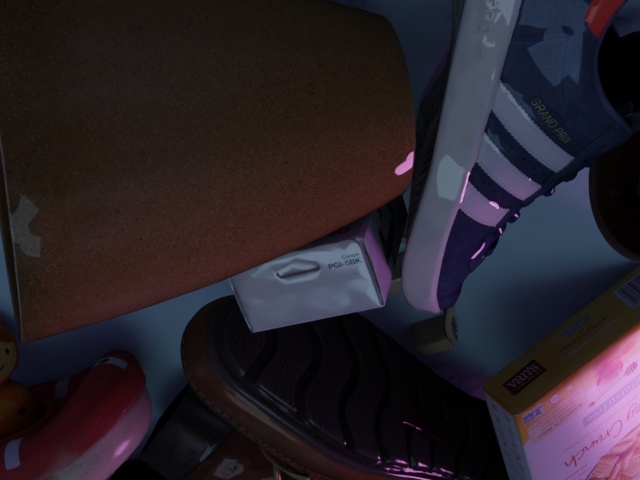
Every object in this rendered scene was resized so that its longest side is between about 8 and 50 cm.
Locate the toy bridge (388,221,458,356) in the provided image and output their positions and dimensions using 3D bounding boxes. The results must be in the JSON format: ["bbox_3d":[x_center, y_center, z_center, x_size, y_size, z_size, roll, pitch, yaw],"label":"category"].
[{"bbox_3d":[0.066,0.022,1.263,0.063,0.026,0.188,-18,135,19],"label":"toy bridge"}]

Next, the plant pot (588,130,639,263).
[{"bbox_3d":[0.296,-0.037,1.106,0.165,0.167,0.167,22,135,-34],"label":"plant pot"}]

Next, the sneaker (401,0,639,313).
[{"bbox_3d":[0.142,-0.072,1.076,0.148,0.131,0.350,9,138,-3],"label":"sneaker"}]

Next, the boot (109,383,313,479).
[{"bbox_3d":[-0.059,0.278,1.451,0.280,0.096,0.264,36,118,-6],"label":"boot"}]

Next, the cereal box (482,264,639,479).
[{"bbox_3d":[0.226,0.147,1.325,0.173,0.047,0.240,-36,138,-13],"label":"cereal box"}]

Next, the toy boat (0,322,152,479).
[{"bbox_3d":[-0.254,0.132,1.330,0.231,0.151,0.151,-15,107,16],"label":"toy boat"}]

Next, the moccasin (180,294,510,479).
[{"bbox_3d":[0.020,0.140,1.310,0.147,0.139,0.380,-17,155,33],"label":"moccasin"}]

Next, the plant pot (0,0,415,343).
[{"bbox_3d":[-0.077,-0.070,1.033,0.254,0.237,0.237,-7,140,-11],"label":"plant pot"}]

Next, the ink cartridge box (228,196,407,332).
[{"bbox_3d":[0.000,0.000,1.135,0.099,0.135,0.056,-12,115,17],"label":"ink cartridge box"}]
